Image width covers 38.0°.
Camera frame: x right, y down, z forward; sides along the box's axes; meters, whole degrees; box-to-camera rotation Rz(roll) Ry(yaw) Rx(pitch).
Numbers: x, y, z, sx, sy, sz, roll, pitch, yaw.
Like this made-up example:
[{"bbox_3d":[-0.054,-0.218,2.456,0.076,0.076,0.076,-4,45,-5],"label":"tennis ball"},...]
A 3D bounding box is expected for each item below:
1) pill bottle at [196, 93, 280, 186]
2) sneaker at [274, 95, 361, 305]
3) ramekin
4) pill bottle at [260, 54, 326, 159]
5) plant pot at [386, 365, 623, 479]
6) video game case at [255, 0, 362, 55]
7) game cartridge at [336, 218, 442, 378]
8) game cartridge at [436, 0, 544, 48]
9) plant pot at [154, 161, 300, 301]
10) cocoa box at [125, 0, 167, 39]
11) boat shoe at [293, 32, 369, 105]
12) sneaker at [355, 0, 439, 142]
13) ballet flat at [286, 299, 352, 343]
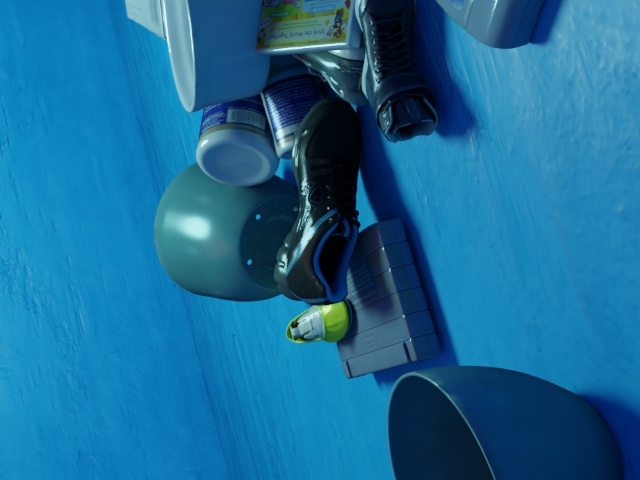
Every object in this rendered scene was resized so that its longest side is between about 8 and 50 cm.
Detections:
[{"bbox_3d":[-0.142,-0.246,1.741,0.153,0.153,0.265,107,170,-56],"label":"pill bottle"},{"bbox_3d":[0.024,-0.061,1.495,0.139,0.125,0.341,14,97,58],"label":"sneaker"},{"bbox_3d":[-0.177,-0.362,1.569,0.277,0.135,0.277,170,90,-74],"label":"ramekin"},{"bbox_3d":[-0.046,-0.246,1.636,0.112,0.112,0.187,147,109,-70],"label":"pill bottle"},{"bbox_3d":[0.228,0.269,1.072,0.290,0.195,0.290,167,90,-72],"label":"plant pot"},{"bbox_3d":[-0.010,-0.382,1.378,0.227,0.026,0.206,9,91,49],"label":"video game case"},{"bbox_3d":[0.089,0.106,1.574,0.355,0.068,0.230,143,116,-70],"label":"game cartridge"},{"bbox_3d":[0.166,-0.364,1.056,0.198,0.062,0.297,106,146,-47],"label":"game cartridge"},{"bbox_3d":[-0.143,-0.010,1.836,0.235,0.293,0.293,14,116,52],"label":"plant pot"},{"bbox_3d":[-0.249,-0.543,1.836,0.347,0.228,0.231,-140,44,-60],"label":"cocoa box"},{"bbox_3d":[-0.001,-0.294,1.478,0.319,0.116,0.099,38,134,54],"label":"boat shoe"},{"bbox_3d":[0.104,-0.236,1.234,0.226,0.086,0.163,83,173,-46],"label":"sneaker"},{"bbox_3d":[-0.010,0.154,1.682,0.231,0.077,0.077,144,112,-69],"label":"ballet flat"}]
